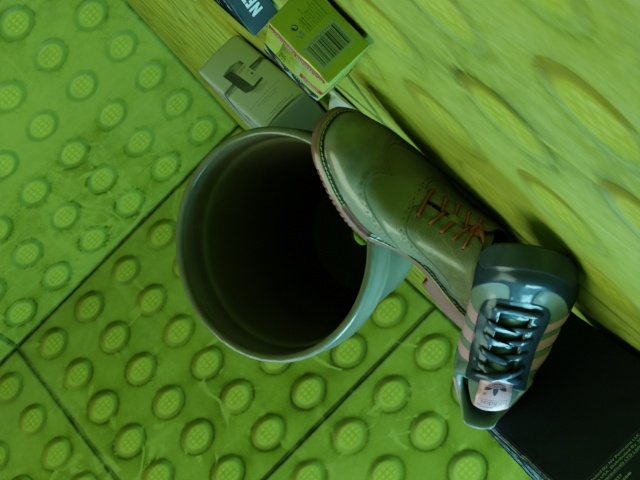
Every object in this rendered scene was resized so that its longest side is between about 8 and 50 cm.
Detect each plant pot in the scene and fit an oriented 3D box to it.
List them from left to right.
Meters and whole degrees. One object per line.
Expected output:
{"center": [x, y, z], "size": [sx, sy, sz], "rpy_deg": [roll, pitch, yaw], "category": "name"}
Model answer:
{"center": [0.000, 0.000, 2.022], "size": [0.323, 0.323, 0.280], "rpy_deg": [44, -157, 21], "category": "plant pot"}

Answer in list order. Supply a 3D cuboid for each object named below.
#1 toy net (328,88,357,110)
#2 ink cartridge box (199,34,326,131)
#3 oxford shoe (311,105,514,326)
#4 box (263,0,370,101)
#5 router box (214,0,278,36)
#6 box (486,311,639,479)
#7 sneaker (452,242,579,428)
{"center": [0.080, -0.100, 1.812], "size": [0.232, 0.045, 0.122], "rpy_deg": [46, 179, -23], "category": "toy net"}
{"center": [-0.071, -0.204, 2.169], "size": [0.218, 0.092, 0.158], "rpy_deg": [46, 179, 45], "category": "ink cartridge box"}
{"center": [0.134, -0.028, 1.572], "size": [0.348, 0.123, 0.130], "rpy_deg": [41, 158, -26], "category": "oxford shoe"}
{"center": [-0.007, -0.192, 1.391], "size": [0.087, 0.058, 0.232], "rpy_deg": [46, 178, -4], "category": "box"}
{"center": [-0.129, -0.315, 1.559], "size": [0.133, 0.046, 0.179], "rpy_deg": [44, 178, 24], "category": "router box"}
{"center": [0.367, 0.272, 1.581], "size": [0.296, 0.183, 0.294], "rpy_deg": [47, 176, -28], "category": "box"}
{"center": [0.200, 0.107, 1.467], "size": [0.112, 0.131, 0.319], "rpy_deg": [11, 158, 7], "category": "sneaker"}
